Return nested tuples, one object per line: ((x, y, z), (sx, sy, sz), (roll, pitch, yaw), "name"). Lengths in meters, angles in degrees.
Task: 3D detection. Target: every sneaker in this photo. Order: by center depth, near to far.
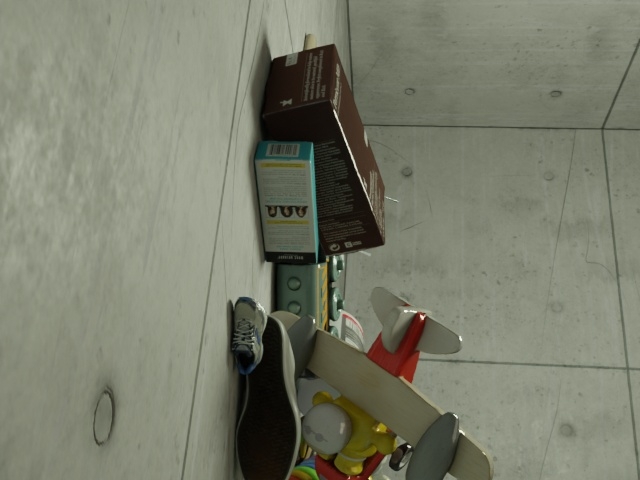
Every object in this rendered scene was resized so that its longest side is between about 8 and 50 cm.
((-0.112, 0.151, 1.231), (0.058, 0.052, 0.135), (-69, 159, -58), "sneaker")
((-0.077, 0.273, 1.330), (0.123, 0.106, 0.290), (56, 35, -77), "sneaker")

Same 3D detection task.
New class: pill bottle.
((0.019, 0.307, 1.939), (0.318, 0.176, 0.176), (-80, 171, -70), "pill bottle")

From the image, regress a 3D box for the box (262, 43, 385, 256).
((0.019, -0.170, 1.573), (0.191, 0.143, 0.381), (-86, 157, -44), "box")

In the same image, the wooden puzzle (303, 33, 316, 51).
((-0.018, -0.384, 2.089), (0.239, 0.044, 0.221), (84, 10, -54), "wooden puzzle")

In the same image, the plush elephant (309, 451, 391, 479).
((0.073, 0.588, 2.180), (0.330, 0.272, 0.255), (-11, 131, -61), "plush elephant")

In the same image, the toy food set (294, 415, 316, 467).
((-0.050, 0.494, 1.940), (0.192, 0.038, 0.132), (130, -24, -61), "toy food set")

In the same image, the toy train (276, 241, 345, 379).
((-0.030, 0.143, 1.706), (0.190, 0.142, 0.334), (-11, 103, -75), "toy train")

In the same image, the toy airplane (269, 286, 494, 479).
((0.080, 0.277, 1.393), (0.272, 0.386, 0.384), (-19, 89, -47), "toy airplane")

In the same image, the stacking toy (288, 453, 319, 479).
((-0.041, 0.499, 1.543), (0.330, 0.141, 0.141), (21, 70, -66), "stacking toy")

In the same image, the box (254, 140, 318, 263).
((-0.058, -0.066, 1.461), (0.060, 0.100, 0.244), (-83, 173, -48), "box")

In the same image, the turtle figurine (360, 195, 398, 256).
((0.084, -0.068, 2.278), (0.275, 0.198, 0.266), (51, 31, -2), "turtle figurine")

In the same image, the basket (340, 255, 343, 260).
((0.000, 0.000, 2.061), (0.167, 0.113, 0.103), (67, 22, -77), "basket")

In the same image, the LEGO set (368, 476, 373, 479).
((0.090, 0.398, 1.711), (0.182, 0.060, 0.244), (54, 27, -38), "LEGO set")
